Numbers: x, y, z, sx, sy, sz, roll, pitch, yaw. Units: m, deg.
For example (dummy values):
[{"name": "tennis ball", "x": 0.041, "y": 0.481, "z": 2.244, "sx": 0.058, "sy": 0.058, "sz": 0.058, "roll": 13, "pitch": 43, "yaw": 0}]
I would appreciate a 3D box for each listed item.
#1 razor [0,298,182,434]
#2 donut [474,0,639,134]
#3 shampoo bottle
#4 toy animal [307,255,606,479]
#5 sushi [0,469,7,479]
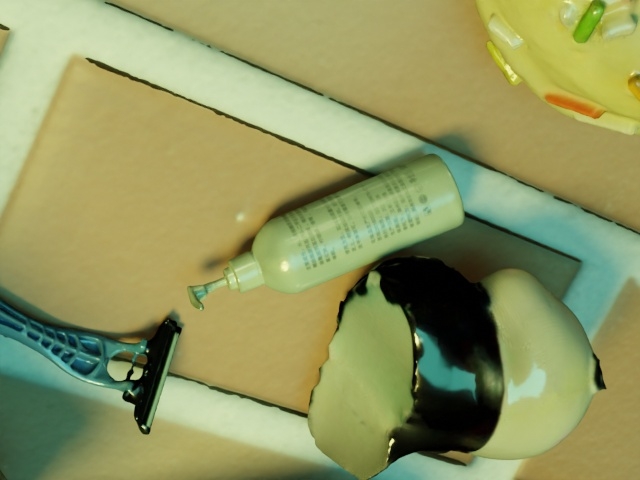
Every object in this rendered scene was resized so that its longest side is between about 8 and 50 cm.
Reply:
[{"name": "razor", "x": -0.211, "y": 0.046, "z": 0.832, "sx": 0.253, "sy": 0.042, "sz": 0.082, "roll": 28, "pitch": 59, "yaw": -26}, {"name": "donut", "x": 0.234, "y": -0.222, "z": 0.808, "sx": 0.307, "sy": 0.150, "sz": 0.371, "roll": -26, "pitch": 119, "yaw": -6}, {"name": "shampoo bottle", "x": 0.000, "y": 0.000, "z": 0.878, "sx": 0.195, "sy": 0.056, "sz": 0.056, "roll": -22, "pitch": 118, "yaw": -8}, {"name": "toy animal", "x": 0.098, "y": 0.090, "z": 0.912, "sx": 0.179, "sy": 0.138, "sz": 0.166, "roll": 3, "pitch": 153, "yaw": -22}, {"name": "sushi", "x": -0.327, "y": 0.152, "z": 0.723, "sx": 0.207, "sy": 0.234, "sz": 0.348, "roll": -40, "pitch": 103, "yaw": 3}]
